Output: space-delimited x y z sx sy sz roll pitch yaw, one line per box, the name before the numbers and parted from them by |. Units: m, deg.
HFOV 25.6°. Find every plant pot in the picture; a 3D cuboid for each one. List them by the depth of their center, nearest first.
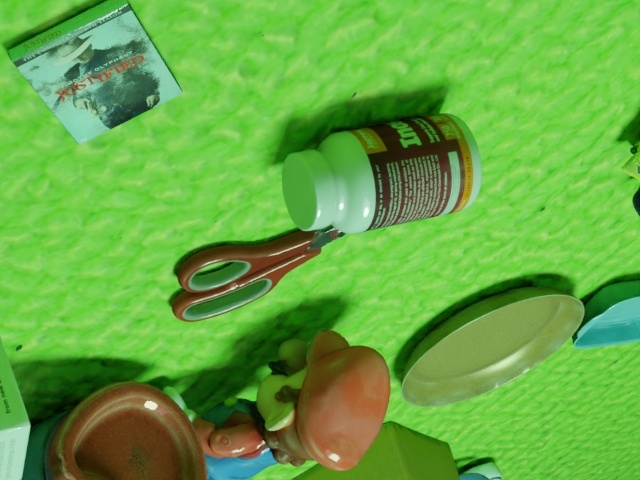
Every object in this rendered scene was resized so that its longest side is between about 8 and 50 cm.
plant pot | 0.196 0.120 1.648 0.236 0.032 0.236 -19 151 -11
plant pot | 0.084 0.385 1.848 0.212 0.187 0.212 -33 152 15

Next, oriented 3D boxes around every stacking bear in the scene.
stacking bear | -0.262 0.261 1.381 0.289 0.164 0.175 -30 113 34

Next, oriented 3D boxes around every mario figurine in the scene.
mario figurine | -0.069 0.176 1.473 0.320 0.170 0.198 -27 -169 26

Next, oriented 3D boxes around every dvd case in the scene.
dvd case | -0.152 -0.115 0.967 0.087 0.013 0.119 -26 152 1

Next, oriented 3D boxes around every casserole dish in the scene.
casserole dish | 0.383 0.085 1.741 0.188 0.037 0.114 -3 145 -36

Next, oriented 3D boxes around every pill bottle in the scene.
pill bottle | 0.050 -0.053 1.164 0.152 0.086 0.086 -12 150 -25

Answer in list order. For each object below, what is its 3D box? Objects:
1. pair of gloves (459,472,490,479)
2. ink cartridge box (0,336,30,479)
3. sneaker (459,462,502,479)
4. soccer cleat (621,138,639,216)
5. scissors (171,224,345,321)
pair of gloves | 0.152 0.388 2.029 0.198 0.023 0.159 -41 125 20
ink cartridge box | -0.397 0.185 1.169 0.278 0.117 0.201 -12 150 -24
sneaker | 0.229 0.423 2.136 0.094 0.091 0.258 -15 149 -19
soccer cleat | 0.347 -0.096 1.337 0.121 0.093 0.289 -19 152 2
scissors | 0.000 0.000 1.293 0.297 0.021 0.109 -22 150 -10
